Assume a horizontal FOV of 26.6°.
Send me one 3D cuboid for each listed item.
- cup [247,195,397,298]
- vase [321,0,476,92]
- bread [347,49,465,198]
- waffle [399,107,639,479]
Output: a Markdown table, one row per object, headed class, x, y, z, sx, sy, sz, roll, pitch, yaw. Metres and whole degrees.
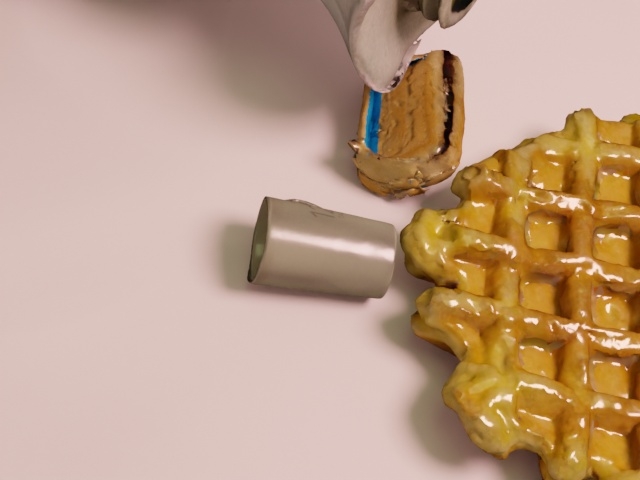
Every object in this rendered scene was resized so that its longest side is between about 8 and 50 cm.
| class | x | y | z | sx | sy | sz | roll | pitch | yaw |
| --- | --- | --- | --- | --- | --- | --- | --- | --- | --- |
| cup | -0.001 | 0.005 | 0.843 | 0.083 | 0.075 | 0.054 | 10 | 94 | -11 |
| vase | -0.086 | -0.278 | 0.873 | 0.445 | 0.250 | 0.250 | 33 | 57 | 12 |
| bread | 0.061 | -0.078 | 0.902 | 0.072 | 0.053 | 0.106 | -1 | 54 | 13 |
| waffle | 0.213 | 0.050 | 0.850 | 0.325 | 0.068 | 0.302 | -31 | 70 | -26 |
